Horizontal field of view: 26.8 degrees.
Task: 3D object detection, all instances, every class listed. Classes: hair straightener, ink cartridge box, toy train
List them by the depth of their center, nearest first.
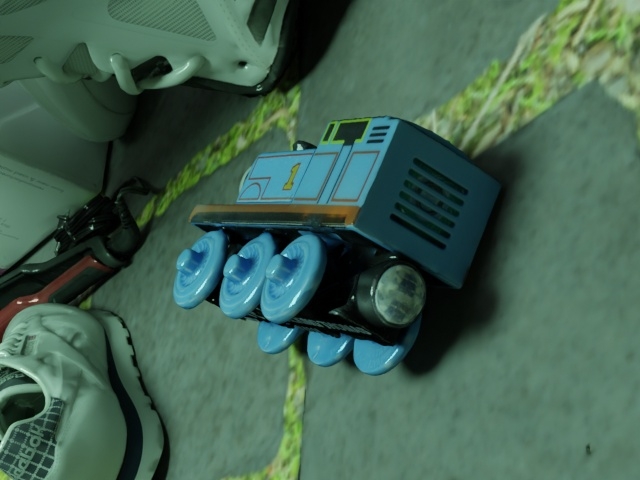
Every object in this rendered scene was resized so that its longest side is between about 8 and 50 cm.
[{"bbox_3d":[0.000,0.000,0.629,0.184,0.080,0.105,3,65,61],"label":"toy train"},{"bbox_3d":[-0.190,0.008,0.959,0.230,0.047,0.089,-37,42,42],"label":"hair straightener"},{"bbox_3d":[-0.304,-0.073,1.124,0.353,0.119,0.207,-31,46,45],"label":"ink cartridge box"}]

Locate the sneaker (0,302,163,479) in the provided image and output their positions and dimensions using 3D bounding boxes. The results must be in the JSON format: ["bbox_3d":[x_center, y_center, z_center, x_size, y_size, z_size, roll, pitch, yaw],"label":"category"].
[{"bbox_3d":[-0.173,0.088,0.833,0.090,0.095,0.235,-67,28,7],"label":"sneaker"}]

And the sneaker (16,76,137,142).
[{"bbox_3d":[-0.161,-0.215,0.916,0.152,0.305,0.114,-4,19,21],"label":"sneaker"}]

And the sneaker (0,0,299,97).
[{"bbox_3d":[-0.170,-0.105,0.765,0.447,0.257,0.169,-42,30,21],"label":"sneaker"}]
